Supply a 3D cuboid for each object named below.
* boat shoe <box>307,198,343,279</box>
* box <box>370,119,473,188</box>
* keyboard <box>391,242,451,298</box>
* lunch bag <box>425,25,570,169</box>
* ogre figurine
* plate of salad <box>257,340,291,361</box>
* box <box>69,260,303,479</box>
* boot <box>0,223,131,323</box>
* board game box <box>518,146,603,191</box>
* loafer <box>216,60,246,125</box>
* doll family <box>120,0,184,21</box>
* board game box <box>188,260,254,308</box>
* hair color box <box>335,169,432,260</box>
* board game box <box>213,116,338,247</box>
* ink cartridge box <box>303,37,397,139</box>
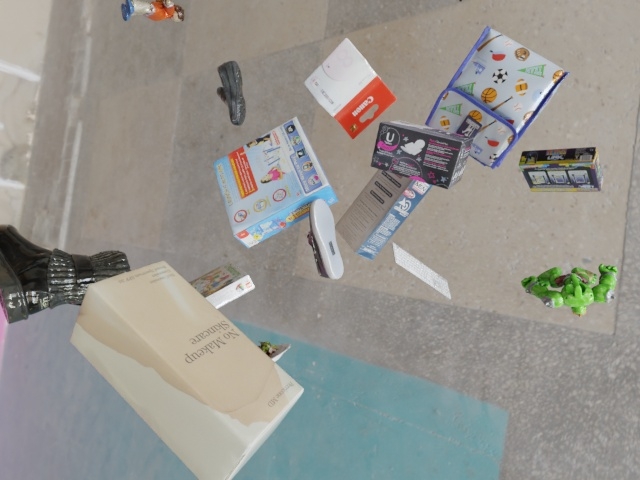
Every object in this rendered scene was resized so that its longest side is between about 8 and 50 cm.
[{"bbox_3d":[0.000,0.000,1.166,0.076,0.080,0.228,-5,109,39],"label":"boat shoe"},{"bbox_3d":[0.304,-0.266,1.266,0.248,0.163,0.141,22,116,23],"label":"box"},{"bbox_3d":[0.291,0.090,1.208,0.014,0.256,0.072,-40,35,28],"label":"keyboard"},{"bbox_3d":[0.613,-0.496,1.520,0.328,0.239,0.385,39,114,12],"label":"lunch bag"},{"bbox_3d":[0.584,0.110,0.985,0.197,0.118,0.096,7,119,14],"label":"ogre figurine"},{"bbox_3d":[-0.166,0.276,0.996,0.200,0.200,0.048,-24,87,34],"label":"plate of salad"},{"bbox_3d":[-0.196,0.183,0.621,0.311,0.148,0.121,38,116,13],"label":"box"},{"bbox_3d":[-0.634,0.052,1.021,0.348,0.260,0.131,41,130,33],"label":"boot"},{"bbox_3d":[0.627,-0.181,1.101,0.171,0.141,0.048,7,70,42],"label":"board game box"},{"bbox_3d":[-0.278,-0.449,1.301,0.079,0.076,0.223,-11,72,5],"label":"loafer"},{"bbox_3d":[-0.303,-0.543,0.879,0.263,0.163,0.118,7,112,45],"label":"doll family"},{"bbox_3d":[-0.347,0.155,1.408,0.053,0.193,0.305,66,162,-15],"label":"board game box"},{"bbox_3d":[0.219,-0.119,1.513,0.347,0.105,0.174,-53,43,15],"label":"hair color box"},{"bbox_3d":[-0.144,-0.178,1.264,0.302,0.086,0.308,-27,57,8],"label":"board game box"},{"bbox_3d":[0.088,-0.461,1.298,0.189,0.066,0.232,-40,81,23],"label":"ink cartridge box"}]
